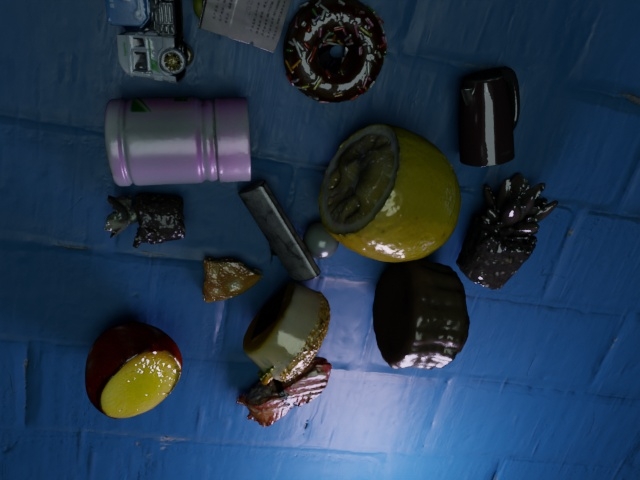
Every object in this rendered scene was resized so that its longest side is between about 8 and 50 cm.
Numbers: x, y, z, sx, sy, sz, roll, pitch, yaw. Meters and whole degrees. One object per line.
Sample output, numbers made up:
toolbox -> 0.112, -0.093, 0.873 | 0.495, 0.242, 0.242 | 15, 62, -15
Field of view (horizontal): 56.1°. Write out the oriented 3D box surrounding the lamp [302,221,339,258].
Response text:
lamp -> 0.000, 0.000, 1.678 | 0.105, 0.105, 0.105 | -4, 116, -8

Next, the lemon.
lemon -> 0.197, -0.104, 1.536 | 0.364, 0.364, 0.364 | -4, 116, -8

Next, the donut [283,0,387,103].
donut -> 0.037, -0.459, 1.463 | 0.270, 0.103, 0.269 | -4, 114, -8

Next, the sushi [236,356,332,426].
sushi -> -0.106, 0.468, 1.881 | 0.332, 0.130, 0.124 | -31, 112, 0

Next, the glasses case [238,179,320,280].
glasses case -> -0.108, -0.023, 1.627 | 0.060, 0.114, 0.299 | -43, 111, -32

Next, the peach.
peach -> -0.526, 0.344, 1.683 | 0.245, 0.249, 0.274 | 48, 110, 15

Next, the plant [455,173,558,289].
plant -> 0.532, -0.024, 1.714 | 0.194, 0.181, 0.320 | 16, 117, -16

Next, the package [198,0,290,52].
package -> -0.158, -0.576, 1.352 | 0.204, 0.062, 0.250 | 8, 98, -31

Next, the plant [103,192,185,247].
plant -> -0.453, -0.059, 1.560 | 0.203, 0.131, 0.142 | -4, 119, -6

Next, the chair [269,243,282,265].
chair -> -0.125, 0.031, 1.708 | 0.042, 0.037, 0.086 | -1, 121, 5

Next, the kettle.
kettle -> 0.452, -0.331, 1.578 | 0.202, 0.144, 0.232 | -19, 116, -22

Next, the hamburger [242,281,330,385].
hamburger -> -0.085, 0.260, 1.699 | 0.179, 0.276, 0.294 | 37, 118, -15

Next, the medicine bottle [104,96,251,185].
medicine bottle -> -0.334, -0.240, 1.447 | 0.326, 0.212, 0.212 | -3, 116, -6

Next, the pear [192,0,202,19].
pear -> -0.252, -0.539, 1.390 | 0.097, 0.092, 0.092 | 38, 109, 20

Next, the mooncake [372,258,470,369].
mooncake -> 0.283, 0.207, 1.708 | 0.187, 0.324, 0.323 | 9, 114, -15

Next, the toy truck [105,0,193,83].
toy truck -> -0.377, -0.542, 1.335 | 0.175, 0.146, 0.367 | 1, 113, -1

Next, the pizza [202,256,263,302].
pizza -> -0.278, 0.102, 1.710 | 0.182, 0.062, 0.161 | -34, 123, 13
